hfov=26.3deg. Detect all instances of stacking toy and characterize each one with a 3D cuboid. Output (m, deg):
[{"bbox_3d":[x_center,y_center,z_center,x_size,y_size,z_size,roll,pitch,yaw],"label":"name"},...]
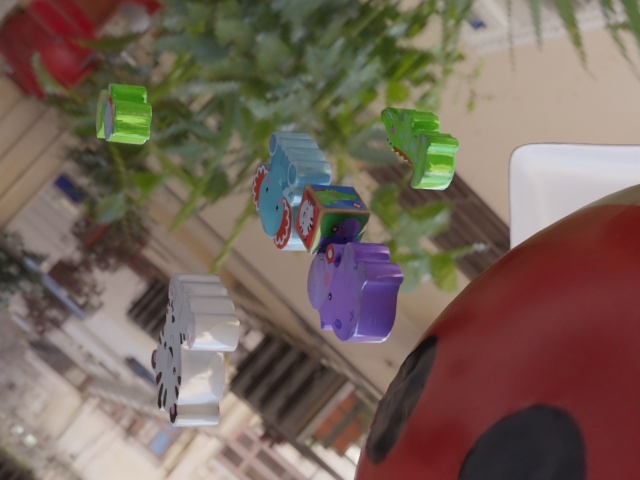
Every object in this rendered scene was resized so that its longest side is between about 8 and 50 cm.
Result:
[{"bbox_3d":[0.000,0.000,0.581,0.221,0.167,0.052,-119,-142,-52],"label":"stacking toy"}]

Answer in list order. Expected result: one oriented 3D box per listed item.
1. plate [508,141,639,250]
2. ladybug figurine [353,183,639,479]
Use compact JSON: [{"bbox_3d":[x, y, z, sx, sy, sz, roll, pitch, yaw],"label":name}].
[{"bbox_3d":[0.314,0.045,1.289,0.277,0.278,0.045,0,-173,4],"label":"plate"},{"bbox_3d":[0.133,0.147,0.406,0.161,0.305,0.449,-9,-153,-21],"label":"ladybug figurine"}]
